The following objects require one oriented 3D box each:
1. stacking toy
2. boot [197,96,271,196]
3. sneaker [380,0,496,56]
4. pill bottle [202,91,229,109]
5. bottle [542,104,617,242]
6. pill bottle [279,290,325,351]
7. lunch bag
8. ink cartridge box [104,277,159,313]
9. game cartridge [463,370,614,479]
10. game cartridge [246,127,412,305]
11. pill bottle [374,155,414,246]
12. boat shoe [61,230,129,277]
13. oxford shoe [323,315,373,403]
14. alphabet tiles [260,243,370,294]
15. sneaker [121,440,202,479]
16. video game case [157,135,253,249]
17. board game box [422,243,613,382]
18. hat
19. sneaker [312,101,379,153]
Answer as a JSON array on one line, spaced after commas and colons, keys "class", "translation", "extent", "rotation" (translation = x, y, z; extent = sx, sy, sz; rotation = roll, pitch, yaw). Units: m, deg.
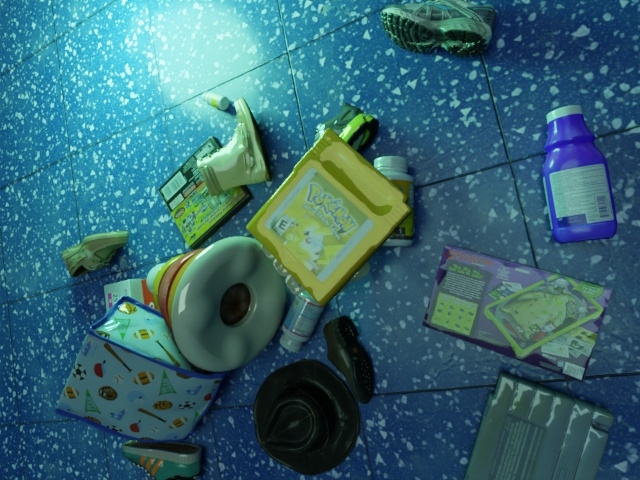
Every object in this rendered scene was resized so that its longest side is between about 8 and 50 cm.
[{"class": "stacking toy", "translation": [-0.367, 0.139, 1.169], "extent": [0.479, 0.350, 0.352], "rotation": [10, 92, 40]}, {"class": "boot", "translation": [-0.272, -0.275, 1.195], "extent": [0.203, 0.095, 0.262], "rotation": [-17, 87, 4]}, {"class": "sneaker", "translation": [0.286, -0.538, 0.992], "extent": [0.282, 0.110, 0.122], "rotation": [23, 80, 20]}, {"class": "pill bottle", "translation": [-0.333, -0.444, 1.280], "extent": [0.083, 0.043, 0.044], "rotation": [25, 98, 23]}, {"class": "bottle", "translation": [0.536, -0.138, 0.854], "extent": [0.118, 0.092, 0.284], "rotation": [-9, 84, 23]}, {"class": "pill bottle", "translation": [-0.051, 0.218, 1.106], "extent": [0.087, 0.087, 0.160], "rotation": [29, 100, 22]}, {"class": "lunch bag", "translation": [-0.496, 0.401, 1.193], "extent": [0.385, 0.239, 0.328], "rotation": [28, 111, -8]}, {"class": "ink cartridge box", "translation": [-0.617, 0.266, 1.372], "extent": [0.238, 0.060, 0.276], "rotation": [-13, 83, 24]}, {"class": "game cartridge", "translation": [0.457, 0.494, 0.887], "extent": [0.230, 0.068, 0.356], "rotation": [17, 95, 27]}, {"class": "game cartridge", "translation": [0.015, -0.057, 0.964], "extent": [0.285, 0.052, 0.324], "rotation": [44, 102, 15]}, {"class": "pill bottle", "translation": [0.172, -0.093, 1.001], "extent": [0.117, 0.117, 0.215], "rotation": [1, 88, 24]}, {"class": "boat shoe", "translation": [-0.785, 0.049, 1.430], "extent": [0.340, 0.121, 0.110], "rotation": [-19, 85, 33]}, {"class": "oxford shoe", "translation": [0.072, 0.316, 1.063], "extent": [0.096, 0.082, 0.228], "rotation": [-29, 76, 40]}, {"class": "alphabet tiles", "translation": [0.000, 0.000, 1.060], "extent": [0.277, 0.021, 0.284], "rotation": [-35, 92, -2]}, {"class": "sneaker", "translation": [-0.513, 0.708, 1.281], "extent": [0.301, 0.108, 0.121], "rotation": [-2, 83, 22]}, {"class": "video game case", "translation": [-0.374, -0.151, 1.293], "extent": [0.274, 0.035, 0.248], "rotation": [-38, 74, 17]}, {"class": "board game box", "translation": [0.429, 0.153, 0.918], "extent": [0.346, 0.056, 0.209], "rotation": [17, 99, 23]}, {"class": "hat", "translation": [-0.070, 0.494, 1.080], "extent": [0.330, 0.134, 0.332], "rotation": [-1, 88, 23]}, {"class": "sneaker", "translation": [0.018, -0.241, 1.095], "extent": [0.300, 0.111, 0.121], "rotation": [-43, 61, 12]}]
